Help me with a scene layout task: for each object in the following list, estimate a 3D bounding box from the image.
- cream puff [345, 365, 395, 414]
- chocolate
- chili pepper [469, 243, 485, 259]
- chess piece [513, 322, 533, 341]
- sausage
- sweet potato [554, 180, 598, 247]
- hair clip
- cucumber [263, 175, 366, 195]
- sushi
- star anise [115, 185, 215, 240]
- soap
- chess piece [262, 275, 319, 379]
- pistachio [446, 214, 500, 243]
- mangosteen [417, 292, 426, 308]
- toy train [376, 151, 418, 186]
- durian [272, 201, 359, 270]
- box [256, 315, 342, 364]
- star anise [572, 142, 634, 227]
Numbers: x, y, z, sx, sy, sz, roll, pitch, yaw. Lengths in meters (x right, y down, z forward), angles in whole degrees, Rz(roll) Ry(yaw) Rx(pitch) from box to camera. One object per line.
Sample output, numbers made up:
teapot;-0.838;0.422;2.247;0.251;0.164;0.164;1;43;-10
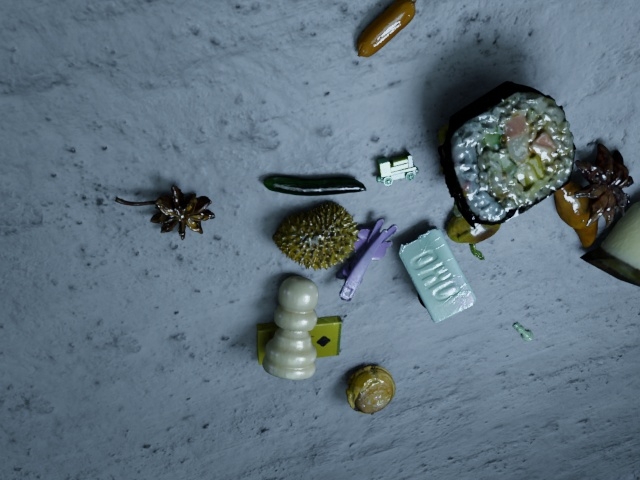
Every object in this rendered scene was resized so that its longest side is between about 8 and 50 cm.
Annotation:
cream puff;0.174;0.527;1.989;0.189;0.129;0.189;-7;117;-15
chocolate;1.073;0.010;1.780;0.314;0.326;0.297;14;99;-36
chili pepper;0.503;0.038;1.803;0.027;0.022;0.083;-36;121;13
chess piece;0.740;0.332;2.055;0.093;0.042;0.042;37;108;-27
sausage;0.154;-0.505;1.323;0.183;0.054;0.062;-37;96;15
sweet potato;0.799;-0.092;1.737;0.112;0.112;0.359;-40;121;14
hair clip;0.123;0.047;1.680;0.137;0.090;0.278;25;107;-14
cucumber;-0.014;-0.148;1.527;0.284;0.056;0.056;1;123;-11
sushi;0.454;-0.230;1.469;0.328;0.285;0.329;-34;104;3
star anise;-0.383;-0.088;1.452;0.177;0.073;0.234;-29;143;16
soap;0.349;0.102;1.689;0.150;0.094;0.261;-27;89;3
chess piece;-0.077;0.257;1.700;0.167;0.167;0.300;4;105;-17
pistachio;0.470;-0.059;1.679;0.189;0.100;0.110;-25;130;5
mangosteen;0.384;0.177;1.788;0.137;0.151;0.137;-17;145;-13
toy train;0.210;-0.198;1.552;0.122;0.050;0.081;-15;119;-2
durian;0.000;-0.006;1.571;0.249;0.138;0.183;-19;88;-9
box;-0.070;0.330;1.844;0.279;0.041;0.153;-5;123;-12
star anise;0.860;-0.160;1.651;0.272;0.102;0.272;-1;91;-25
